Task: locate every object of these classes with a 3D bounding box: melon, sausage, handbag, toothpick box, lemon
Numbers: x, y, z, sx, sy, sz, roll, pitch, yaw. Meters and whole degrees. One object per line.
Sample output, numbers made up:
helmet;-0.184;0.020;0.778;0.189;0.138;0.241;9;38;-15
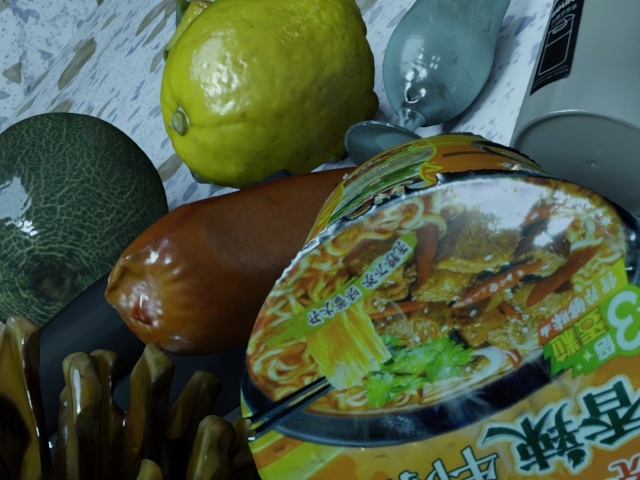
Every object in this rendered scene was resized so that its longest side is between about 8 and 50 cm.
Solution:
melon;-0.289;-0.024;1.386;0.237;0.237;0.301;-44;24;14
sausage;0.000;0.000;0.856;0.348;0.094;0.097;-18;-16;-45
handbag;-0.151;0.087;1.058;0.342;0.152;0.288;-36;11;-21
toothpick box;0.197;-0.115;0.808;0.111;0.111;0.180;-21;38;49
lemon;-0.043;-0.137;1.071;0.207;0.170;0.170;-33;17;-22

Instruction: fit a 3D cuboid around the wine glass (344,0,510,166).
wine glass;0.098;-0.148;1.058;0.093;0.093;0.202;-17;42;52

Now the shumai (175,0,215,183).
shumai;-0.115;-0.212;1.405;0.222;0.204;0.272;-19;42;52

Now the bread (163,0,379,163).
bread;-0.052;-0.168;1.240;0.245;0.102;0.094;30;81;32

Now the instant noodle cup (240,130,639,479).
instant noodle cup;0.077;0.048;0.671;0.230;0.230;0.182;-44;14;14

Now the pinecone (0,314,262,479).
pinecone;-0.183;0.204;0.704;0.384;0.384;0.384;-40;25;23
